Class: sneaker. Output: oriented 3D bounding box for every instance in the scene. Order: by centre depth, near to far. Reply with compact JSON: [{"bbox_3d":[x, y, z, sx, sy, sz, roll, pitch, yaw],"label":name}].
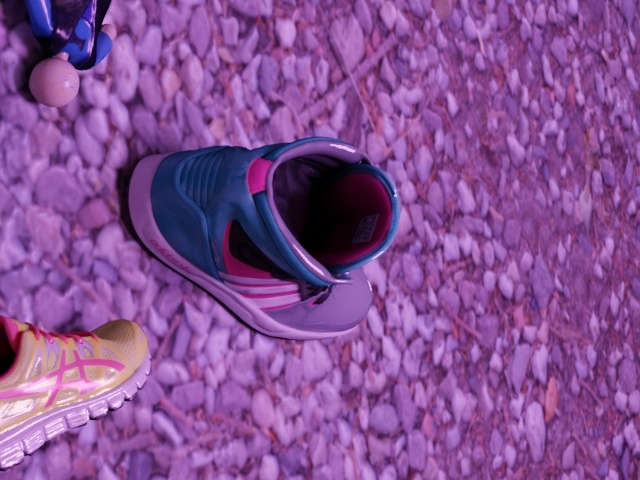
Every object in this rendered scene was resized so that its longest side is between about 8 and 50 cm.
[{"bbox_3d":[-0.200,0.090,1.303,0.208,0.081,0.094,-31,109,-50],"label":"sneaker"},{"bbox_3d":[0.000,0.000,1.499,0.295,0.178,0.124,31,62,-48],"label":"sneaker"}]

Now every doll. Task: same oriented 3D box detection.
[{"bbox_3d":[-0.186,-0.191,1.382,0.129,0.046,0.189,34,65,-57],"label":"doll"}]
